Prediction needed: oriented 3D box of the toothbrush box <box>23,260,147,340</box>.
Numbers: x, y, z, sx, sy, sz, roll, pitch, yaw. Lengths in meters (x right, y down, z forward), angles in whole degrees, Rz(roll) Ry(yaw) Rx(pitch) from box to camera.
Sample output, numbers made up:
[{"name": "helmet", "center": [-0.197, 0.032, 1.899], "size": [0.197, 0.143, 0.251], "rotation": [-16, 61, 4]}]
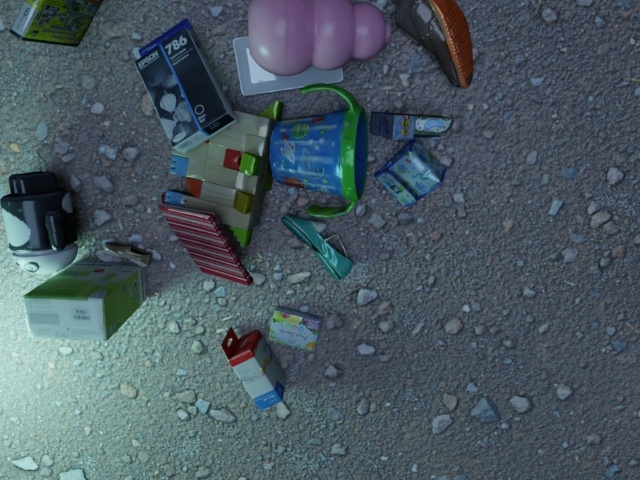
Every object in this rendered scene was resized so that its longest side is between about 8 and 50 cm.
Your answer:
[{"name": "toothbrush box", "center": [-0.624, 0.155, 1.440], "size": [0.206, 0.283, 0.122], "rotation": [2, 105, 3]}]

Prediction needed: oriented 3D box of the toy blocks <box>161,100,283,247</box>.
[{"name": "toy blocks", "center": [-0.270, -0.203, 1.392], "size": [0.261, 0.191, 0.381], "rotation": [15, 102, 9]}]

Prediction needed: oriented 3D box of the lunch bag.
[{"name": "lunch bag", "center": [0.233, -0.170, 1.405], "size": [0.129, 0.096, 0.151], "rotation": [44, 132, -9]}]

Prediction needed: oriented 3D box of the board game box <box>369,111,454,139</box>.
[{"name": "board game box", "center": [0.224, -0.284, 1.319], "size": [0.194, 0.194, 0.060], "rotation": [4, 106, 2]}]

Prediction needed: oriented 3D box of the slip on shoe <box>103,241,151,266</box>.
[{"name": "slip on shoe", "center": [-0.552, 0.031, 1.521], "size": [0.135, 0.051, 0.041], "rotation": [27, 111, -8]}]

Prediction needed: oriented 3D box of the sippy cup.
[{"name": "sippy cup", "center": [-0.004, -0.222, 1.346], "size": [0.224, 0.240, 0.305], "rotation": [4, 83, 12]}]

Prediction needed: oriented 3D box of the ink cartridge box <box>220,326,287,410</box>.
[{"name": "ink cartridge box", "center": [-0.191, 0.360, 1.553], "size": [0.078, 0.134, 0.231], "rotation": [-26, 103, 11]}]

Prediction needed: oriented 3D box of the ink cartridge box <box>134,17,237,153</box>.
[{"name": "ink cartridge box", "center": [-0.349, -0.398, 1.314], "size": [0.165, 0.065, 0.332], "rotation": [-30, 75, 11]}]

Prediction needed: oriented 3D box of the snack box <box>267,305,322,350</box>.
[{"name": "snack box", "center": [-0.076, 0.261, 1.570], "size": [0.141, 0.037, 0.100], "rotation": [14, 107, -1]}]

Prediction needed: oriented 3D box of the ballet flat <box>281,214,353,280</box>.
[{"name": "ballet flat", "center": [0.000, 0.000, 1.480], "size": [0.087, 0.083, 0.247], "rotation": [-45, 100, -11]}]

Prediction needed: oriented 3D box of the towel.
[{"name": "towel", "center": [-0.301, 0.012, 1.412], "size": [0.199, 0.031, 0.275], "rotation": [12, 143, 32]}]

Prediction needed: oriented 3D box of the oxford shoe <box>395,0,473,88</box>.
[{"name": "oxford shoe", "center": [0.270, -0.535, 1.305], "size": [0.133, 0.130, 0.363], "rotation": [-12, 115, 40]}]

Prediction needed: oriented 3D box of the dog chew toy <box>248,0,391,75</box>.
[{"name": "dog chew toy", "center": [-0.001, -0.492, 1.244], "size": [0.332, 0.206, 0.206], "rotation": [0, 106, -5]}]

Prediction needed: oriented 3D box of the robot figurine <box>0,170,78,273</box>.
[{"name": "robot figurine", "center": [-0.766, -0.046, 1.443], "size": [0.174, 0.209, 0.278], "rotation": [-5, 103, -8]}]

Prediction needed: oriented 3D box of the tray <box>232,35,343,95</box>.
[{"name": "tray", "center": [-0.082, -0.465, 1.368], "size": [0.270, 0.030, 0.145], "rotation": [-7, 105, 5]}]

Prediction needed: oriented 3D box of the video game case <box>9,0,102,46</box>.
[{"name": "video game case", "center": [-0.583, -0.574, 1.235], "size": [0.035, 0.275, 0.248], "rotation": [34, 105, -9]}]
